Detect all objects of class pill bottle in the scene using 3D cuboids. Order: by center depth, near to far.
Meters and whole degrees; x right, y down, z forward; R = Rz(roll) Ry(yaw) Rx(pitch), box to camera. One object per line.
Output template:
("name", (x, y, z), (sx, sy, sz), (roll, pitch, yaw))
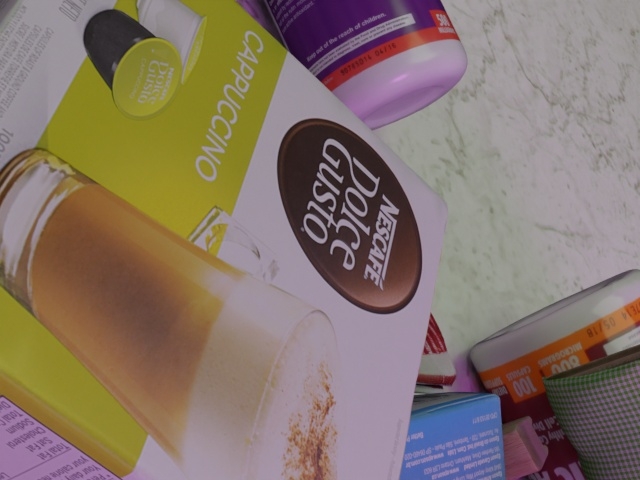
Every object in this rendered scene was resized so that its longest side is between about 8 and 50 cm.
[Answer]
("pill bottle", (0.347, 0.251, 1.331), (0.224, 0.224, 0.392), (-19, 81, -53))
("pill bottle", (0.024, -0.293, 1.345), (0.181, 0.181, 0.323), (-15, 79, -53))

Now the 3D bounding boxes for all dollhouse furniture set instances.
("dollhouse furniture set", (0.242, 0.243, 1.143), (0.197, 0.301, 0.151), (61, 34, -3))

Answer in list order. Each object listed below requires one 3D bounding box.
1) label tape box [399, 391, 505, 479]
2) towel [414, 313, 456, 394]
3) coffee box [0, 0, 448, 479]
("label tape box", (0.062, 0.318, 1.024), (0.249, 0.115, 0.348), (-3, 89, -50))
("towel", (0.000, 0.000, 1.187), (0.237, 0.037, 0.329), (13, 45, -44))
("coffee box", (-0.162, 0.057, 0.760), (0.334, 0.338, 0.337), (42, 41, -24))
